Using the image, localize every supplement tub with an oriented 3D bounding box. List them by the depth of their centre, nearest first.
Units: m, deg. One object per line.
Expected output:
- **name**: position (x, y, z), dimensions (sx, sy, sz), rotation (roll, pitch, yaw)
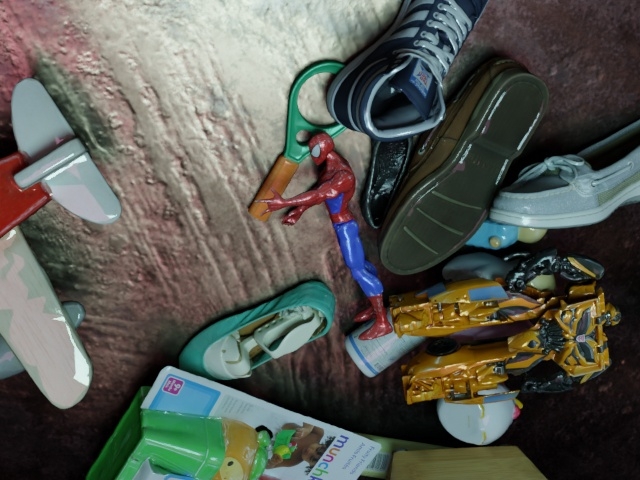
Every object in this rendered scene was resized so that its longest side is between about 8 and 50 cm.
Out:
- **supplement tub**: position (0.093, 0.137, 1.341), dimensions (0.107, 0.071, 0.071), rotation (-36, 115, 7)

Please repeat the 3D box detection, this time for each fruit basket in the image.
- **fruit basket**: position (-0.138, 0.359, 1.344), dimensions (0.353, 0.165, 0.327), rotation (27, 112, -19)

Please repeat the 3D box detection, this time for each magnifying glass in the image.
- **magnifying glass**: position (-0.026, -0.126, 1.229), dimensions (0.092, 0.026, 0.231), rotation (25, 106, -19)

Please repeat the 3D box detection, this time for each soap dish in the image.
- **soap dish**: position (0.188, 0.415, 1.414), dimensions (0.228, 0.118, 0.291), rotation (-1, 138, -9)

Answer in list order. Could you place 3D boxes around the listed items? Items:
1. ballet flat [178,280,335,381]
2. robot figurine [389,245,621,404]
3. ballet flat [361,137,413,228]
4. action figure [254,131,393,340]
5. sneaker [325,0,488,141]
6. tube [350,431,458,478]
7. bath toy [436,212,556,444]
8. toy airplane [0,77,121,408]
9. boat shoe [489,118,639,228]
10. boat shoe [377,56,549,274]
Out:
- **ballet flat**: position (-0.089, 0.138, 1.303), dimensions (0.247, 0.087, 0.083), rotation (-29, 116, 5)
- **robot figurine**: position (0.242, 0.123, 1.224), dimensions (0.291, 0.085, 0.211), rotation (-10, 112, 6)
- **ballet flat**: position (0.091, -0.097, 1.244), dimensions (0.057, 0.049, 0.173), rotation (4, 114, -12)
- **action figure**: position (0.000, 0.000, 1.238), dimensions (0.139, 0.091, 0.280), rotation (-14, 111, -2)
- **sneaker**: position (0.131, -0.231, 1.122), dimensions (0.099, 0.153, 0.282), rotation (39, 96, -23)
- **tube**: position (0.149, 0.341, 1.456), dimensions (0.240, 0.070, 0.062), rotation (13, 73, -18)
- **bath toy**: position (0.249, 0.124, 1.338), dimensions (0.151, 0.129, 0.348), rotation (17, 117, 32)
- **toy airplane**: position (-0.431, -0.017, 1.111), dimensions (0.384, 0.272, 0.386), rotation (13, 76, -26)
- **boat shoe**: position (0.349, -0.089, 1.229), dimensions (0.320, 0.118, 0.103), rotation (-17, 105, -23)
- **boat shoe**: position (0.174, -0.095, 1.232), dimensions (0.110, 0.104, 0.307), rotation (30, 105, -29)
